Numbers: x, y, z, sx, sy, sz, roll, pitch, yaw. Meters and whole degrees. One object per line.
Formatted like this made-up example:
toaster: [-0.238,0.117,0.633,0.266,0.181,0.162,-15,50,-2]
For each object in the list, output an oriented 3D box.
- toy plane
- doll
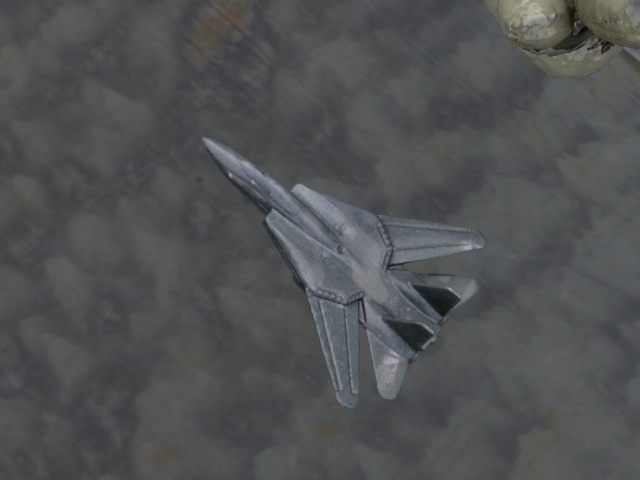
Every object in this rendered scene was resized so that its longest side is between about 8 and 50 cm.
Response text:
toy plane: [-0.002,0.005,1.109,0.267,0.088,0.212,37,63,9]
doll: [0.201,-0.170,0.848,0.175,0.278,0.149,1,107,-10]
